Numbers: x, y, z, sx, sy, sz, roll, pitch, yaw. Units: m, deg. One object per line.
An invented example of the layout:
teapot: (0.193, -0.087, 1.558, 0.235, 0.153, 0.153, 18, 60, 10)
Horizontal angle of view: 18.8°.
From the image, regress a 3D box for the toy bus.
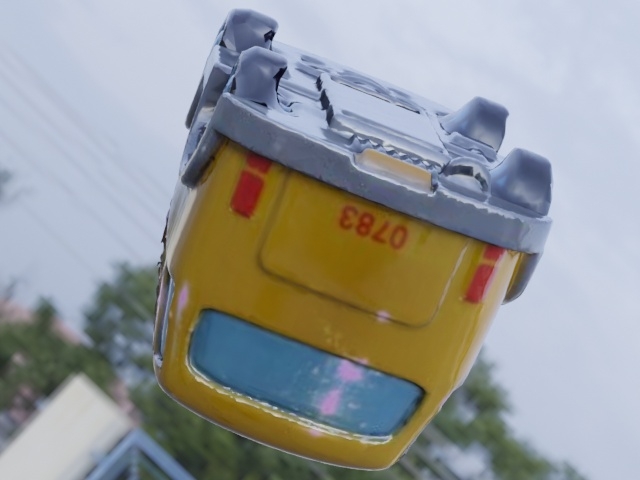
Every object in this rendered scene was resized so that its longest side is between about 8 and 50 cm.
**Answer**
toy bus: (0.000, 0.000, 0.727, 0.126, 0.136, 0.209, 20, 13, -8)
